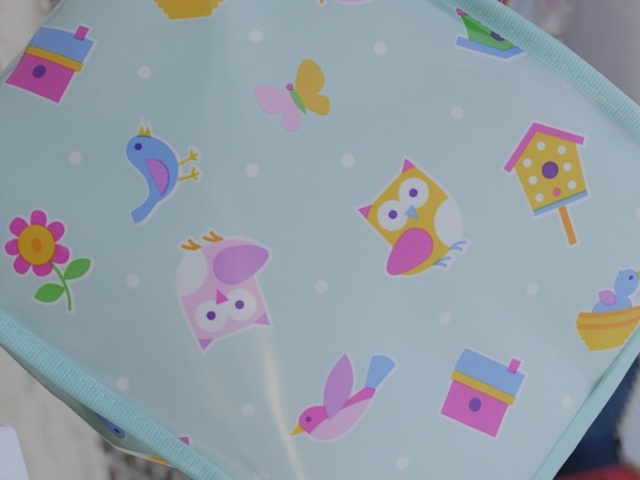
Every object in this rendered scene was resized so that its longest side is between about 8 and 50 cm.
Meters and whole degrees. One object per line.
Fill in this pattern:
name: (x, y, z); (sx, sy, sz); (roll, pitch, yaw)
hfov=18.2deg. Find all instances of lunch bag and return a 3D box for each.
lunch bag: (0.000, 0.000, 0.781); (0.262, 0.223, 0.160); (35, -6, 3)

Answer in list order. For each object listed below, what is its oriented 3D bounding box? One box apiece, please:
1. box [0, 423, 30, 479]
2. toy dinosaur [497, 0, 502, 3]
box: (-0.284, 0.236, 1.046); (0.058, 0.322, 0.232); (-45, -120, 55)
toy dinosaur: (0.089, -0.207, 1.395); (0.112, 0.064, 0.212); (103, -13, -55)
